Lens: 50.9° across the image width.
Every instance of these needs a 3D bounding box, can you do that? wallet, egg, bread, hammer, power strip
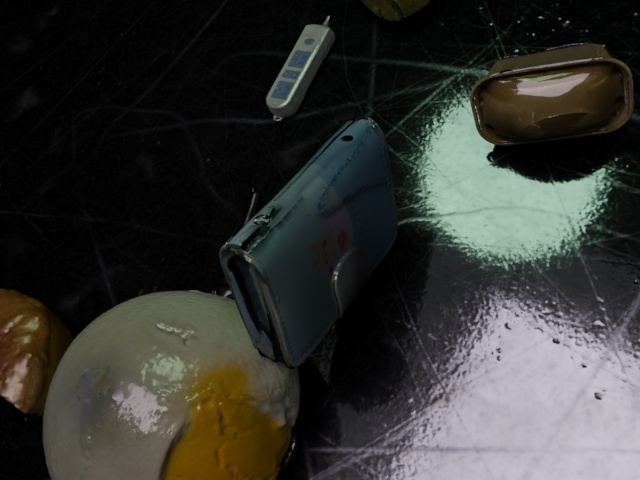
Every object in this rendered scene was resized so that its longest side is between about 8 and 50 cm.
[{"bbox_3d":[0.000,0.000,0.740,0.075,0.176,0.250,14,44,31],"label":"wallet"},{"bbox_3d":[-0.195,0.186,0.760,0.337,0.201,0.337,-11,58,19],"label":"egg"},{"bbox_3d":[-0.423,0.142,0.930,0.260,0.129,0.134,23,75,30],"label":"bread"},{"bbox_3d":[-0.105,0.003,0.922,0.065,0.021,0.178,0,62,24],"label":"hammer"},{"bbox_3d":[0.108,-0.397,1.004,0.118,0.064,0.156,-31,55,2],"label":"bread"},{"bbox_3d":[-0.028,-0.263,1.016,0.048,0.030,0.191,18,73,30],"label":"power strip"}]

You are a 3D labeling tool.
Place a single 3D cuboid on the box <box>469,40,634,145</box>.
[{"bbox_3d":[0.269,-0.169,0.790,0.177,0.111,0.111,-6,63,22],"label":"box"}]
